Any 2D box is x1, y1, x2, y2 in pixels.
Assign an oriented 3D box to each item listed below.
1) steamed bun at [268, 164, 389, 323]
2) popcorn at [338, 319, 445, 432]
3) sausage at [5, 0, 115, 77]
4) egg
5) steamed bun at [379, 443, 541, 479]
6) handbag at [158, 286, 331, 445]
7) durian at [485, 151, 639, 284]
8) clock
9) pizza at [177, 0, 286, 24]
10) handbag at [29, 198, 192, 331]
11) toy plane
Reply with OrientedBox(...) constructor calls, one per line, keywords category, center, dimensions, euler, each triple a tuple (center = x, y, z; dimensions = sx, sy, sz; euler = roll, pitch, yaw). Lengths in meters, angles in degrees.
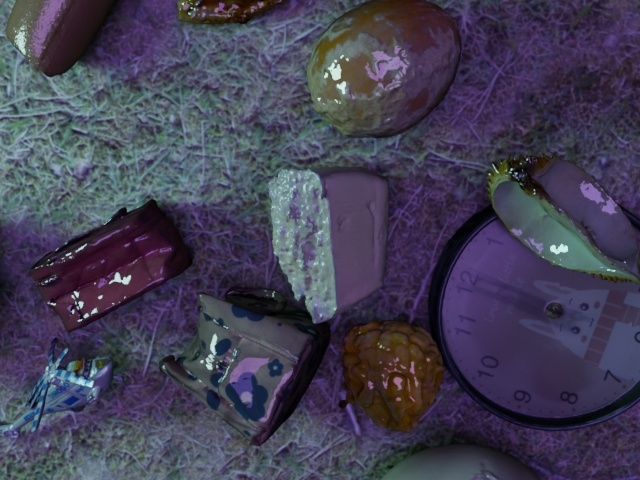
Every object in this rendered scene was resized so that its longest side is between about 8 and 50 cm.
OrientedBox(category="steamed bun", center=(0.000, 0.000, 1.134), dimensions=(0.170, 0.200, 0.225), euler=(6, 100, 39))
OrientedBox(category="popcorn", center=(0.104, 0.205, 1.171), dimensions=(0.170, 0.180, 0.180), euler=(-20, 96, -9))
OrientedBox(category="sausage", center=(-0.369, -0.374, 1.130), dimensions=(0.123, 0.123, 0.252), euler=(33, 97, -2))
OrientedBox(category="egg", center=(0.092, -0.248, 1.088), dimensions=(0.233, 0.195, 0.195), euler=(-41, 94, 6))
OrientedBox(category="steamed bun", center=(0.212, 0.468, 1.168), dimensions=(0.324, 0.206, 0.324), euler=(0, 99, 2))
OrientedBox(category="handbag", center=(-0.105, 0.169, 1.133), dimensions=(0.193, 0.251, 0.190), euler=(25, 92, 9))
OrientedBox(category="durian", center=(0.345, -0.036, 1.053), dimensions=(0.144, 0.139, 0.252), euler=(-40, 93, 3))
OrientedBox(category="clock", center=(0.361, 0.108, 1.177), dimensions=(0.386, 0.076, 0.386), euler=(0, 98, 3))
OrientedBox(category="pizza", center=(-0.092, -0.415, 1.105), dimensions=(0.305, 0.085, 0.161), euler=(-31, 123, 17))
OrientedBox(category="handbag", center=(-0.321, 0.035, 1.171), dimensions=(0.225, 0.146, 0.135), euler=(-26, 101, 6))
OrientedBox(category="toy plane", center=(-0.432, 0.266, 1.220), dimensions=(0.107, 0.182, 0.273), euler=(36, 101, -34))
